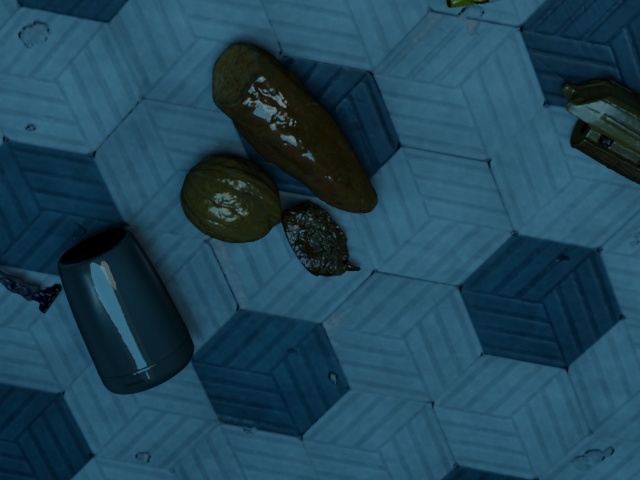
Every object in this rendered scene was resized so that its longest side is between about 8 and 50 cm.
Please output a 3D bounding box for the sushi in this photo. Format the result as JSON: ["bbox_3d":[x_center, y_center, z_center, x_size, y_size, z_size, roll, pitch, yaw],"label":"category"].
[{"bbox_3d":[0.000,0.000,1.920,0.055,0.052,0.120,-21,110,29],"label":"sushi"}]

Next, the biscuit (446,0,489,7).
[{"bbox_3d":[0.149,-0.393,1.745,0.048,0.026,0.291,-6,114,2],"label":"biscuit"}]

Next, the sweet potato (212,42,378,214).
[{"bbox_3d":[-0.028,-0.119,1.844,0.097,0.097,0.251,-38,105,18],"label":"sweet potato"}]

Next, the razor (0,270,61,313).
[{"bbox_3d":[-0.393,0.036,1.973,0.155,0.028,0.044,34,112,-12],"label":"razor"}]

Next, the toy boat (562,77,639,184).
[{"bbox_3d":[0.370,-0.109,1.841,0.226,0.068,0.088,28,118,-12],"label":"toy boat"}]

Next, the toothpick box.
[{"bbox_3d":[-0.239,0.082,1.935,0.120,0.120,0.184,-20,109,12],"label":"toothpick box"}]

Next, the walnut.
[{"bbox_3d":[-0.102,-0.047,1.881,0.124,0.105,0.105,29,113,-12],"label":"walnut"}]
